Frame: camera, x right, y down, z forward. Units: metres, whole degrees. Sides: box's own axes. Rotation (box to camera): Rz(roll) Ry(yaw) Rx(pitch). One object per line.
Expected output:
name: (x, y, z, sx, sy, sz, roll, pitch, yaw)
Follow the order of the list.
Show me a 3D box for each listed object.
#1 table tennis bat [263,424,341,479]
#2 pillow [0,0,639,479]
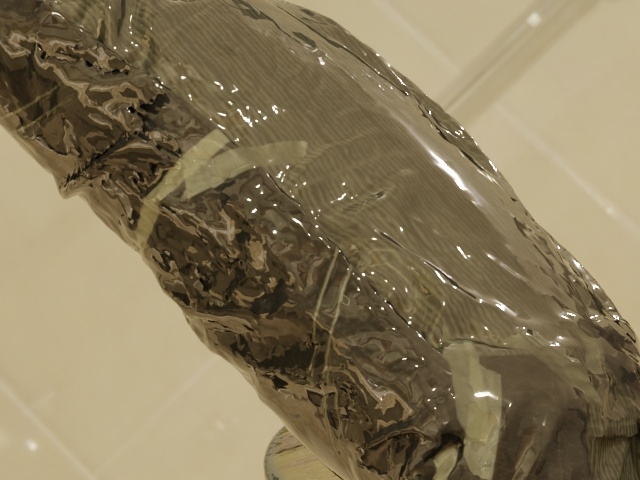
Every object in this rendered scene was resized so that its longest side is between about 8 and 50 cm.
table tennis bat: (0.109, 0.101, 0.659, 0.329, 0.215, 0.044, 11, -69, 56)
pillow: (0.000, 0.000, 0.528, 0.335, 0.092, 0.161, 45, 29, 26)
